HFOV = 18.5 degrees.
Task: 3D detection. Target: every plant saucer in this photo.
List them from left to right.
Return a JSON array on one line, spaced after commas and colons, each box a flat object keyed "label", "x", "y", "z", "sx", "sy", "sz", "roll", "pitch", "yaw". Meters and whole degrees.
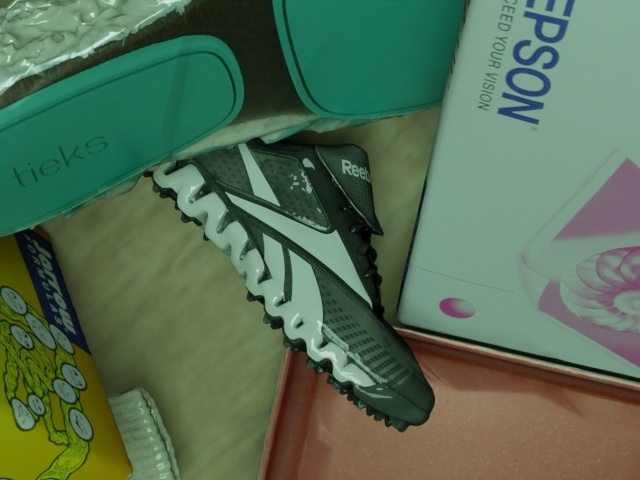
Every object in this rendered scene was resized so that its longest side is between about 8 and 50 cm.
[{"label": "plant saucer", "x": 0.086, "y": 0.181, "z": 1.198, "sx": 0.258, "sy": 0.048, "sz": 0.259, "roll": 13, "pitch": 107, "yaw": 2}]

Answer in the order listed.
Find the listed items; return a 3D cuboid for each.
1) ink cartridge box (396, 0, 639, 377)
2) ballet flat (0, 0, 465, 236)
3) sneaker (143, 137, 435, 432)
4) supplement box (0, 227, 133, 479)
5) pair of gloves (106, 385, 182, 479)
[{"label": "ink cartridge box", "x": 0.221, "y": -0.029, "z": 1.024, "sx": 0.330, "sy": 0.071, "sz": 0.324, "roll": 13, "pitch": 144, "yaw": 3}, {"label": "ballet flat", "x": -0.050, "y": -0.125, "z": 1.072, "sx": 0.408, "sy": 0.147, "sz": 0.147, "roll": -18, "pitch": 103, "yaw": -11}, {"label": "sneaker", "x": 0.000, "y": 0.000, "z": 1.114, "sx": 0.106, "sy": 0.078, "sz": 0.234, "roll": -43, "pitch": 69, "yaw": 2}, {"label": "supplement box", "x": -0.297, "y": 0.048, "z": 1.031, "sx": 0.195, "sy": 0.194, "sz": 0.356, "roll": -36, "pitch": 141, "yaw": 14}, {"label": "pair of gloves", "x": -0.178, "y": 0.209, "z": 1.223, "sx": 0.204, "sy": 0.042, "sz": 0.240, "roll": -5, "pitch": 104, "yaw": 16}]
